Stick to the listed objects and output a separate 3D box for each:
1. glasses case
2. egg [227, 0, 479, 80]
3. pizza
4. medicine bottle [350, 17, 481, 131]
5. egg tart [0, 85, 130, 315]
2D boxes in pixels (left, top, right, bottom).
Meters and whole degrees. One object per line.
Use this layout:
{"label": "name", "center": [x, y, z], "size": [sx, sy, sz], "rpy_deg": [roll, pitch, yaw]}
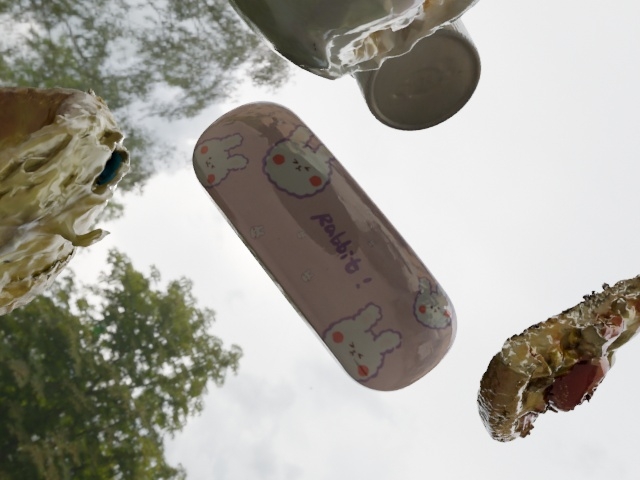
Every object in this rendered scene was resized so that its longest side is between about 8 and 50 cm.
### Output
{"label": "glasses case", "center": [0.000, 0.000, 0.573], "size": [0.296, 0.113, 0.075], "rpy_deg": [51, -12, 11]}
{"label": "egg", "center": [0.006, -0.214, 0.370], "size": [0.183, 0.183, 0.217], "rpy_deg": [-30, -92, 47]}
{"label": "pizza", "center": [0.436, 0.191, 1.064], "size": [0.130, 0.406, 0.440], "rpy_deg": [52, -3, 29]}
{"label": "medicine bottle", "center": [0.120, -0.375, 1.091], "size": [0.384, 0.225, 0.224], "rpy_deg": [-104, -148, -41]}
{"label": "egg tart", "center": [-0.360, -0.030, 0.598], "size": [0.388, 0.388, 0.168], "rpy_deg": [22, -52, 39]}
